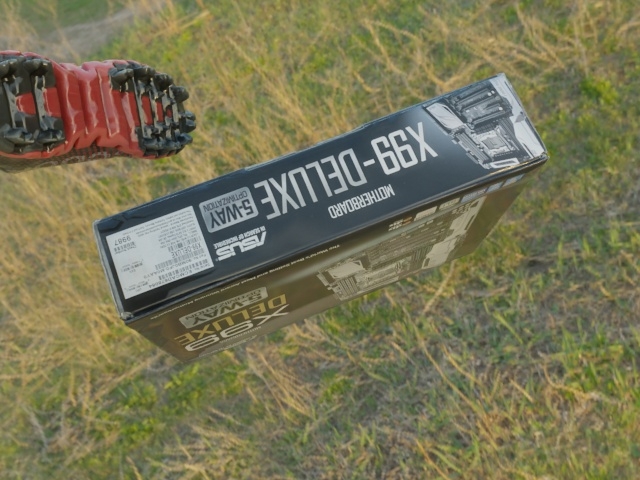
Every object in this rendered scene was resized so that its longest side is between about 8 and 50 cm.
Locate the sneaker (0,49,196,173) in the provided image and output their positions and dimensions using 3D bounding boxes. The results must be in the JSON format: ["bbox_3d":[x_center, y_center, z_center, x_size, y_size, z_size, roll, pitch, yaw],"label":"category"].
[{"bbox_3d":[-0.240,-0.119,0.694,0.135,0.097,0.276,-6,4,31],"label":"sneaker"}]

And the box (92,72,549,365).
[{"bbox_3d":[0.000,0.000,0.594,0.307,0.242,0.076,-21,75,-7],"label":"box"}]
